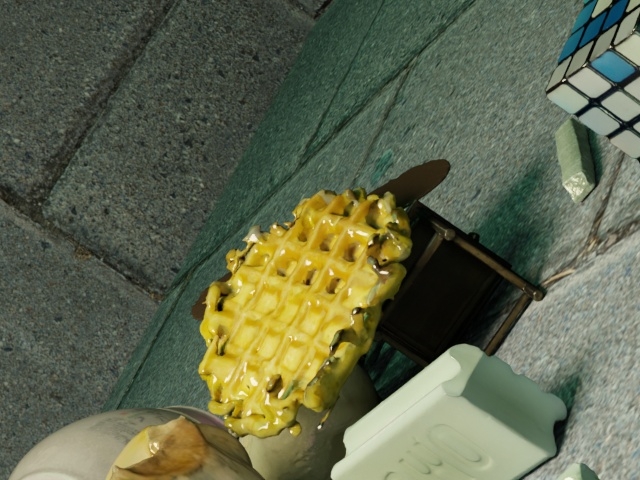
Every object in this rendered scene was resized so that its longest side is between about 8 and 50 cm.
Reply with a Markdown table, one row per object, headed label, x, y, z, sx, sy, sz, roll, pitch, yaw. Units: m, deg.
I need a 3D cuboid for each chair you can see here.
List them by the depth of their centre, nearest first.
| label | x | y | z | sx | sy | sz | roll | pitch | yaw |
| --- | --- | --- | --- | --- | --- | --- | --- | --- | --- |
| chair | 0.119 | 0.052 | 1.825 | 0.154 | 0.141 | 0.260 | -55 | 14 | 3 |

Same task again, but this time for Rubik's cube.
| label | x | y | z | sx | sy | sz | roll | pitch | yaw |
| --- | --- | --- | --- | --- | --- | --- | --- | --- | --- |
| Rubik's cube | 0.323 | -0.172 | 1.550 | 0.154 | 0.155 | 0.151 | -37 | 24 | 60 |

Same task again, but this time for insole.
| label | x | y | z | sx | sy | sz | roll | pitch | yaw |
| --- | --- | --- | --- | --- | --- | --- | --- | --- | --- |
| insole | 0.000 | 0.000 | 1.869 | 0.327 | 0.007 | 0.111 | -31 | 25 | 2 |

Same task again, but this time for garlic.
| label | x | y | z | sx | sy | sz | roll | pitch | yaw |
| --- | --- | --- | --- | --- | --- | --- | --- | --- | --- |
| garlic | -0.136 | 0.295 | 1.622 | 0.281 | 0.184 | 0.203 | -66 | -1 | -67 |

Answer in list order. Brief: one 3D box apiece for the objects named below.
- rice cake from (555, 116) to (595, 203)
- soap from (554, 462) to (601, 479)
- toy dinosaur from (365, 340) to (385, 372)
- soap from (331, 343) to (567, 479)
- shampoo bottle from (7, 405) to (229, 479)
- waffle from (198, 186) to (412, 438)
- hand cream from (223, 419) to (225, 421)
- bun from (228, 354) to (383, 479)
| label | x | y | z | sx | sy | sz | roll | pitch | yaw |
| --- | --- | --- | --- | --- | --- | --- | --- | --- | --- |
| rice cake | 0.273 | -0.088 | 1.844 | 0.033 | 0.029 | 0.171 | -45 | 16 | 21 |
| soap | 0.153 | 0.250 | 1.163 | 0.198 | 0.114 | 0.063 | -50 | 13 | 31 |
| toy dinosaur | 0.040 | 0.101 | 2.181 | 0.162 | 0.077 | 0.294 | -46 | 29 | 25 |
| soap | 0.111 | 0.180 | 1.523 | 0.198 | 0.119 | 0.066 | -44 | 18 | 45 |
| shampoo bottle | -0.214 | 0.328 | 1.965 | 0.273 | 0.273 | 0.266 | -50 | -18 | 28 |
| waffle | -0.019 | 0.064 | 1.735 | 0.262 | 0.060 | 0.281 | -31 | 40 | 24 |
| hand cream | -0.055 | 0.181 | 2.287 | 0.306 | 0.093 | 0.147 | -67 | -3 | -47 |
| bun | -0.020 | 0.167 | 1.897 | 0.273 | 0.168 | 0.273 | 180 | 90 | -79 |
